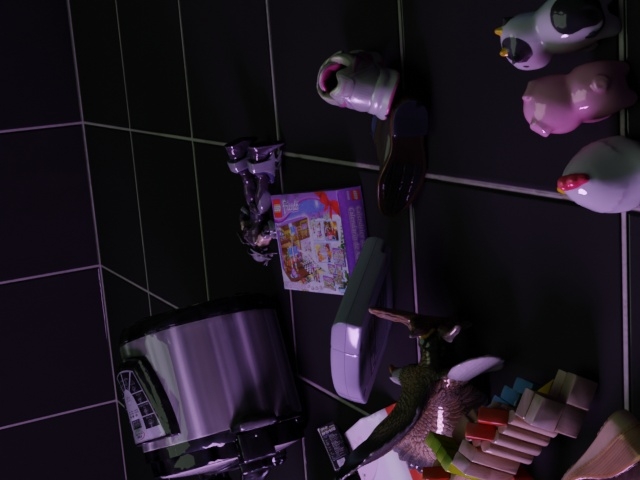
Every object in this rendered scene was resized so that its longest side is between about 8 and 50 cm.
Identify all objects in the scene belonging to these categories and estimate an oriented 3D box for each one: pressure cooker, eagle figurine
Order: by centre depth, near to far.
[{"bbox_3d":[0.160,0.262,1.644,0.225,0.226,0.298,-25,-55,-84],"label":"eagle figurine"},{"bbox_3d":[-0.226,0.353,2.248,0.370,0.376,0.420,12,-118,-73],"label":"pressure cooker"}]

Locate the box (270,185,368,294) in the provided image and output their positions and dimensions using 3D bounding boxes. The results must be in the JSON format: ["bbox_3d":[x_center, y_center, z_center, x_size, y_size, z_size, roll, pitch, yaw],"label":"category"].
[{"bbox_3d":[0.000,0.000,2.016,0.293,0.057,0.201,1,101,62],"label":"box"}]

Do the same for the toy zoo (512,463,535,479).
[{"bbox_3d":[0.303,0.439,1.529,0.293,0.030,0.192,-133,38,-73],"label":"toy zoo"}]

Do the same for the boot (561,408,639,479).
[{"bbox_3d":[0.414,0.357,1.319,0.207,0.090,0.248,52,150,32],"label":"boot"}]

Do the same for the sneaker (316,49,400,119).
[{"bbox_3d":[0.047,-0.276,1.718,0.252,0.111,0.103,-130,56,-71],"label":"sneaker"}]

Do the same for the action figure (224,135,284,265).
[{"bbox_3d":[-0.130,-0.076,2.207,0.185,0.099,0.285,24,124,50],"label":"action figure"}]

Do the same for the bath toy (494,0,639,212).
[{"bbox_3d":[0.306,-0.195,1.286,0.151,0.129,0.348,-31,72,61],"label":"bath toy"}]

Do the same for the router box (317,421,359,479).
[{"bbox_3d":[0.040,0.421,2.047,0.092,0.038,0.122,64,-178,25],"label":"router box"}]

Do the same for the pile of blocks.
[{"bbox_3d":[0.239,0.279,1.504,0.362,0.113,0.149,-50,32,34],"label":"pile of blocks"}]

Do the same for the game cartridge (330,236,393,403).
[{"bbox_3d":[0.072,0.151,1.730,0.062,0.198,0.297,18,150,15],"label":"game cartridge"}]

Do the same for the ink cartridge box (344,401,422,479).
[{"bbox_3d":[0.136,0.405,1.905,0.189,0.066,0.232,68,155,21],"label":"ink cartridge box"}]

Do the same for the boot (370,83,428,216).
[{"bbox_3d":[0.129,-0.154,1.720,0.106,0.082,0.219,-111,26,-56],"label":"boot"}]
